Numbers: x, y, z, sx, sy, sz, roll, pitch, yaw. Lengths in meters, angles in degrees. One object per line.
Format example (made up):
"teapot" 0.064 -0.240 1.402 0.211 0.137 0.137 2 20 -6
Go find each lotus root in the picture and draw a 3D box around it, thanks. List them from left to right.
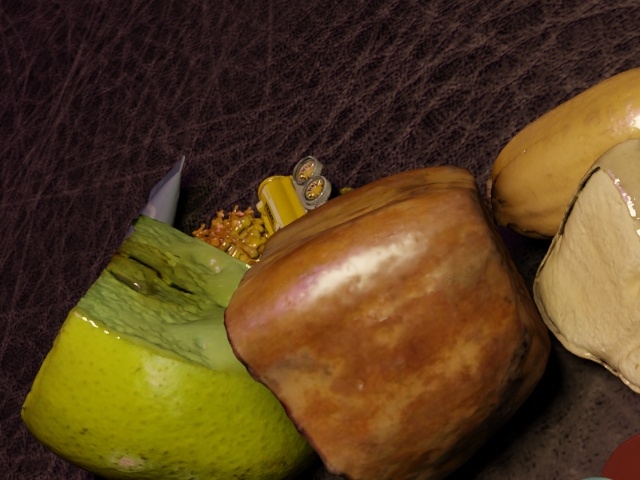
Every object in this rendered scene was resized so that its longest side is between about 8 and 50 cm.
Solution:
"lotus root" 0.100 0.077 1.272 0.250 0.316 0.316 -33 44 18
"lotus root" 0.292 -0.082 1.277 0.303 0.146 0.131 -23 10 39

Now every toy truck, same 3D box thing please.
"toy truck" 0.000 0.000 1.527 0.114 0.098 0.227 -41 41 14

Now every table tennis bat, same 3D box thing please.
"table tennis bat" 0.300 0.234 1.142 0.098 0.019 0.155 -35 41 18

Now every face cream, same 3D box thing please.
"face cream" -0.255 0.071 1.723 0.135 0.086 0.385 -37 34 57

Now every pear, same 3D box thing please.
"pear" -0.138 0.155 1.419 0.342 0.318 0.238 -72 8 -71

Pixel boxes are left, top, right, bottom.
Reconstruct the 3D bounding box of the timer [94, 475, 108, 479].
"timer" -0.219 0.359 1.426 0.055 0.187 0.144 -12 38 -20

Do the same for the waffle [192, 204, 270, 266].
"waffle" -0.138 0.046 1.641 0.193 0.070 0.197 -36 44 20

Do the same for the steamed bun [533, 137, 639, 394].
"steamed bun" 0.302 0.049 1.185 0.110 0.231 0.212 -14 60 -20

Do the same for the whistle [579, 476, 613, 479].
"whistle" 0.215 0.300 1.118 0.274 0.093 0.186 -13 84 38
